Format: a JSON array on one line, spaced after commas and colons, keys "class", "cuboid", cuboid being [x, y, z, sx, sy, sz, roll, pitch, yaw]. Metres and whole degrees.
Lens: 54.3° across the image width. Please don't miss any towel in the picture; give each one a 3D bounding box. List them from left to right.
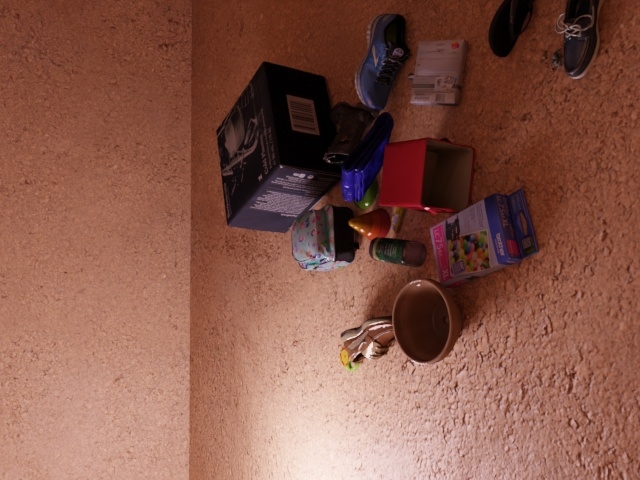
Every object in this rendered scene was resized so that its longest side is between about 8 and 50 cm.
[{"class": "towel", "cuboid": [0.152, -0.244, 1.943, 0.228, 0.076, 0.308, -52, -9, -9]}]

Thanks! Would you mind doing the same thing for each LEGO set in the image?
[{"class": "LEGO set", "cuboid": [0.576, -0.451, 1.550, 0.083, 0.023, 0.054, 15, 98, 57]}]

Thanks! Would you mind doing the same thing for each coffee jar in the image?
[{"class": "coffee jar", "cuboid": [0.235, 0.034, 1.938, 0.184, 0.096, 0.079, 8, 88, 57]}]

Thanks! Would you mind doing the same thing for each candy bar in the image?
[{"class": "candy bar", "cuboid": [0.257, -0.099, 1.997, 0.040, 0.018, 0.162, 38, 116, 57]}]

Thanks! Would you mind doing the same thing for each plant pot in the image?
[{"class": "plant pot", "cuboid": [0.319, 0.226, 1.754, 0.237, 0.109, 0.238, -9, 78, 55]}]

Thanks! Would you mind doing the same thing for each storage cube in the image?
[{"class": "storage cube", "cuboid": [0.303, -0.182, 1.787, 0.193, 0.183, 0.215, 5, 89, 59]}]

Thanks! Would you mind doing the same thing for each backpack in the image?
[{"class": "backpack", "cuboid": [0.000, 0.000, 2.244, 0.253, 0.191, 0.225, -27, 63, 59]}]

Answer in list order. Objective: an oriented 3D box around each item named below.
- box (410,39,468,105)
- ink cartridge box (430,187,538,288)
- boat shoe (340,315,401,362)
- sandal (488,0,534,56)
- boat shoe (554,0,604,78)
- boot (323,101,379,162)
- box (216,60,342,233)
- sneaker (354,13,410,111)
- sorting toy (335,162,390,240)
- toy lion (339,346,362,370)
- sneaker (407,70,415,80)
[{"class": "box", "cuboid": [0.350, -0.496, 1.849, 0.145, 0.038, 0.186, 9, 94, 32]}, {"class": "ink cartridge box", "cuboid": [0.428, -0.002, 1.676, 0.311, 0.065, 0.186, -31, 60, 50]}, {"class": "boat shoe", "cuboid": [0.178, 0.316, 1.974, 0.324, 0.122, 0.120, -39, 58, 58]}, {"class": "sandal", "cuboid": [0.513, -0.599, 1.608, 0.054, 0.097, 0.255, 49, 125, 49]}, {"class": "boat shoe", "cuboid": [0.607, -0.512, 1.460, 0.095, 0.079, 0.255, 23, 104, 56]}, {"class": "boot", "cuboid": [0.072, -0.372, 2.185, 0.263, 0.091, 0.229, 9, 65, 56]}, {"class": "box", "cuboid": [-0.175, -0.352, 2.476, 0.472, 0.297, 0.480, -42, 51, 49]}, {"class": "sneaker", "cuboid": [0.209, -0.592, 2.058, 0.147, 0.129, 0.330, 12, 95, 60]}, {"class": "sorting toy", "cuboid": [0.117, -0.155, 2.131, 0.127, 0.126, 0.366, -50, 46, 42]}, {"class": "toy lion", "cuboid": [0.098, 0.408, 2.153, 0.096, 0.034, 0.100, -62, 38, 42]}, {"class": "sneaker", "cuboid": [0.329, -0.527, 1.937, 0.135, 0.052, 0.058, 1, 81, 48]}]
